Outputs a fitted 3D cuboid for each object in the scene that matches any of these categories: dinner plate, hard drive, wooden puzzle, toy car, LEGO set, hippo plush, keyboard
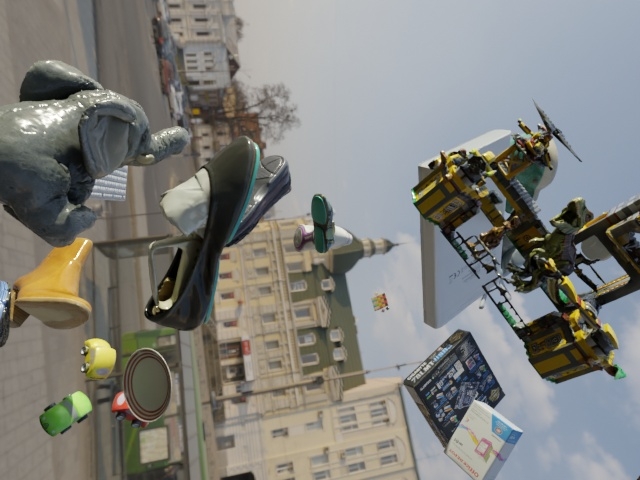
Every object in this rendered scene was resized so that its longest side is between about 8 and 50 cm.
[{"bbox_3d":[-0.338,0.283,0.853,0.017,0.141,0.141,9,70,-59],"label":"dinner plate"},{"bbox_3d":[0.292,-0.019,0.876,0.047,0.233,0.353,27,-45,46],"label":"hard drive"},{"bbox_3d":[0.193,0.200,1.401,0.006,0.049,0.083,50,21,-43],"label":"wooden puzzle"},{"bbox_3d":[-0.472,0.327,0.910,0.239,0.053,0.225,54,17,2],"label":"toy car"},{"bbox_3d":[0.290,-0.023,0.507,0.192,0.255,0.331,-43,-111,40],"label":"LEGO set"},{"bbox_3d":[0.599,0.071,1.592,0.236,0.234,0.294,163,-86,-80],"label":"hippo plush"},{"bbox_3d":[-0.358,-0.103,0.705,0.256,0.014,0.072,-155,-104,-81],"label":"keyboard"}]

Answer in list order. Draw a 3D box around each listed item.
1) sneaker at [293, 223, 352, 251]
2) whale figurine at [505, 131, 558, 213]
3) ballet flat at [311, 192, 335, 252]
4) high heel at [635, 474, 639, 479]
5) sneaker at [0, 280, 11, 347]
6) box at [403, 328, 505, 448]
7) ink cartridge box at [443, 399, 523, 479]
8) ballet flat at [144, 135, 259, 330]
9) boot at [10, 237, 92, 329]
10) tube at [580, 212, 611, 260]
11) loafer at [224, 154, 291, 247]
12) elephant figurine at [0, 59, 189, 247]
[{"bbox_3d":[0.000,0.000,1.678,0.305,0.152,0.114,-1,-102,58],"label":"sneaker"},{"bbox_3d":[0.589,-0.199,1.300,0.272,0.141,0.216,97,-2,-58],"label":"whale figurine"},{"bbox_3d":[0.012,-0.053,1.170,0.070,0.070,0.188,-111,-162,-50],"label":"ballet flat"},{"bbox_3d":[0.731,0.573,1.016,0.261,0.186,0.093,-40,-169,32],"label":"high heel"},{"bbox_3d":[-0.465,0.121,0.565,0.221,0.087,0.083,53,-53,55],"label":"sneaker"},{"bbox_3d":[0.467,0.511,1.489,0.293,0.296,0.073,58,-22,-12],"label":"box"},{"bbox_3d":[0.308,0.385,0.824,0.088,0.052,0.122,31,-88,50],"label":"ink cartridge box"},{"bbox_3d":[-0.160,-0.003,0.550,0.095,0.096,0.280,38,-67,50],"label":"ballet flat"},{"bbox_3d":[-0.541,0.075,0.911,0.104,0.295,0.211,57,37,-37],"label":"boot"},{"bbox_3d":[0.633,-0.007,0.970,0.062,0.240,0.070,40,-61,24],"label":"tube"},{"bbox_3d":[-0.156,-0.056,0.914,0.109,0.302,0.095,17,-34,35],"label":"loafer"},{"bbox_3d":[-0.279,-0.125,0.509,0.169,0.239,0.186,44,-22,-17],"label":"elephant figurine"}]
